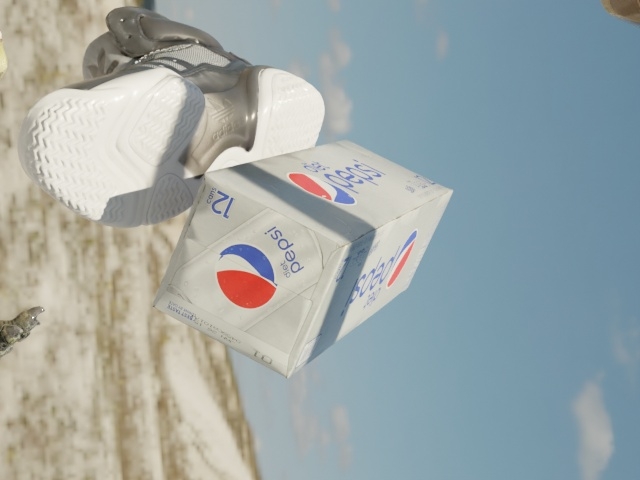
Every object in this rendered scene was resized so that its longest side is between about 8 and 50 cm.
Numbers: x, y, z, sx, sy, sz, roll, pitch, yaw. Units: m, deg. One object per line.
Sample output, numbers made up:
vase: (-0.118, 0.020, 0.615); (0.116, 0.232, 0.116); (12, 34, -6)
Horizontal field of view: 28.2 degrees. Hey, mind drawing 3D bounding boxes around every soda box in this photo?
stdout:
soda box: (0.000, 0.000, 0.851); (0.091, 0.098, 0.286); (-67, 168, 15)

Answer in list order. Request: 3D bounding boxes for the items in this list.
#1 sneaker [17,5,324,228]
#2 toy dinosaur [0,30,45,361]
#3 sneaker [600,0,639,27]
sneaker: (-0.126, -0.089, 0.853); (0.153, 0.268, 0.101); (31, -67, 28)
toy dinosaur: (-0.196, 0.029, 0.529); (0.118, 0.268, 0.064); (45, 6, -2)
sneaker: (0.348, -0.212, 1.173); (0.071, 0.188, 0.066); (7, -89, 62)
